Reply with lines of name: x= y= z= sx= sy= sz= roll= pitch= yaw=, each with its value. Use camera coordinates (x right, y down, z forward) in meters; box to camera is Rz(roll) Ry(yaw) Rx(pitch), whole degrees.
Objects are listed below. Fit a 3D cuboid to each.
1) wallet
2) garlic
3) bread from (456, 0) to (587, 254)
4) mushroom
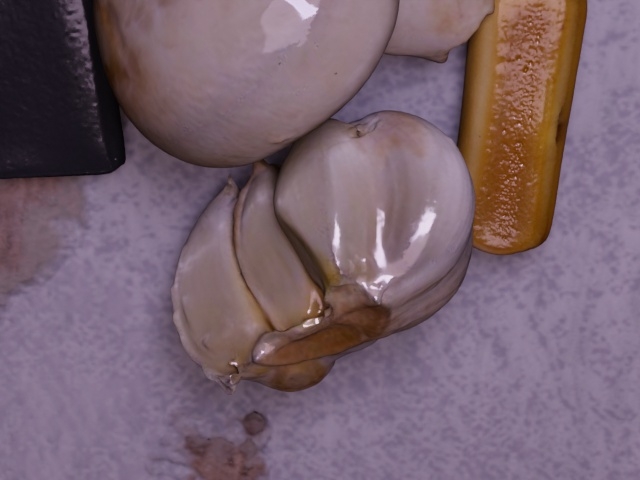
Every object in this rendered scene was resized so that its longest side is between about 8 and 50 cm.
wallet: x=-0.243 y=-0.169 z=1.443 sx=0.149 sy=0.044 sz=0.250 roll=-4 pitch=112 yaw=4
garlic: x=0.015 y=-0.001 z=1.451 sx=0.185 sy=0.203 sz=0.281 roll=5 pitch=146 yaw=-38
bread: x=0.159 y=-0.108 z=1.463 sx=0.092 sy=0.074 sz=0.239 roll=6 pitch=112 yaw=-2
mushroom: x=-0.019 y=-0.186 z=1.354 sx=0.290 sy=0.292 sz=0.292 roll=11 pitch=114 yaw=-38
